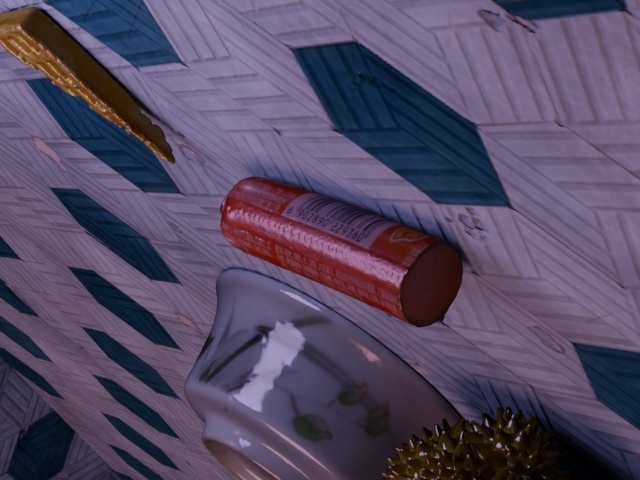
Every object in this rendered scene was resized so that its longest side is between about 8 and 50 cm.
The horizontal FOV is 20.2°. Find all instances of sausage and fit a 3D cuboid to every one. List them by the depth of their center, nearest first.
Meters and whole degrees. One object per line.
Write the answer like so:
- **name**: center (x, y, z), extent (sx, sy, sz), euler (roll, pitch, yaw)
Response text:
- **sausage**: center (0.000, 0.000, 1.510), extent (0.274, 0.074, 0.074), euler (21, 158, 44)

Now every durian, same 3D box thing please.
- **durian**: center (0.179, 0.292, 1.690), extent (0.293, 0.258, 0.258), euler (1, 143, 46)

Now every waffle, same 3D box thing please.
- **waffle**: center (-0.222, -0.139, 1.659), extent (0.191, 0.032, 0.125), euler (45, 160, -24)

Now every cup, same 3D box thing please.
- **cup**: center (-0.015, 0.199, 1.950), extent (0.347, 0.163, 0.347), euler (33, 163, 12)
